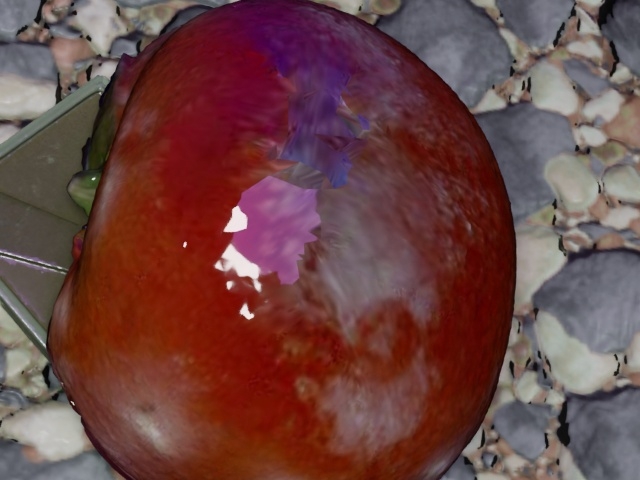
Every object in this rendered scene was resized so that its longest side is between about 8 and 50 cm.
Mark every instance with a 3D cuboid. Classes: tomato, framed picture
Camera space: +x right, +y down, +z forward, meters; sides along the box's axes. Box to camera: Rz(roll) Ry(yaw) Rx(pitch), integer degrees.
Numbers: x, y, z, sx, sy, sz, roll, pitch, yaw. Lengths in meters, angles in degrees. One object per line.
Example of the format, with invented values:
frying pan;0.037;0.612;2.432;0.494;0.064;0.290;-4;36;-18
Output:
tomato;0.002;-0.005;1.102;0.290;0.176;0.335;19;64;-14
framed picture;-0.125;0.012;1.157;0.150;0.015;0.203;-40;86;-27
